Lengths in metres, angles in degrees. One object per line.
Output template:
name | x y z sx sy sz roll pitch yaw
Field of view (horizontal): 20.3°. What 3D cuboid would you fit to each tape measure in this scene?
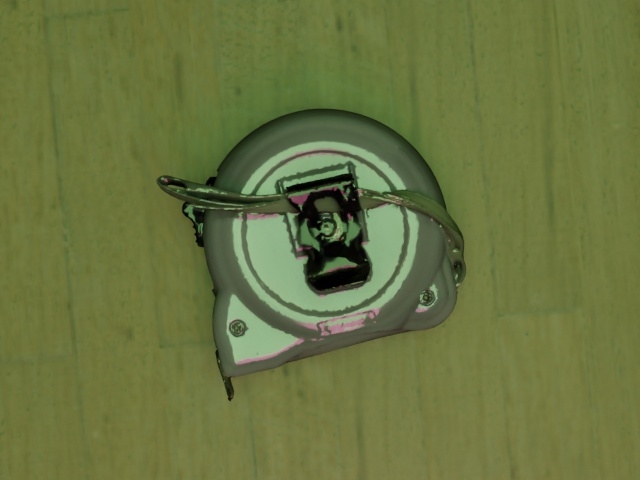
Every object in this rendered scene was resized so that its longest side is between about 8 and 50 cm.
tape measure | -0.004 -0.003 1.264 0.196 0.105 0.178 -20 89 0
